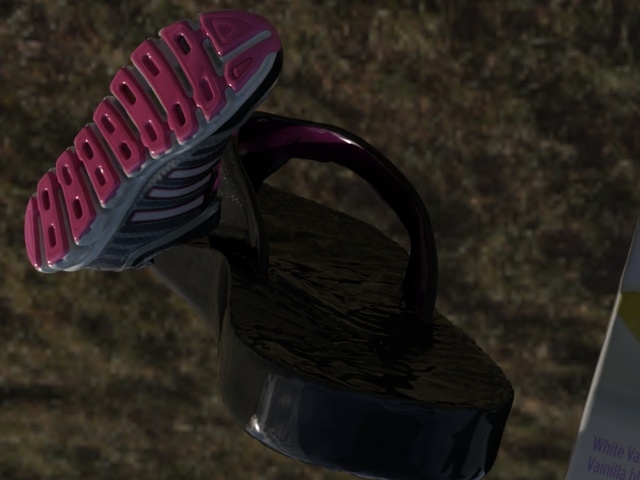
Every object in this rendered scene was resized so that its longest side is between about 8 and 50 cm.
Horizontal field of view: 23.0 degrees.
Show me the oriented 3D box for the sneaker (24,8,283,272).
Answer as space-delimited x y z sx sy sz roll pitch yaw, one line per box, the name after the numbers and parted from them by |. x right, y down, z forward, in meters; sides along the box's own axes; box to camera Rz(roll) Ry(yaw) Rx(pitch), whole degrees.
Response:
-0.069 -0.043 0.761 0.170 0.063 0.075 -46 145 23 | sneaker

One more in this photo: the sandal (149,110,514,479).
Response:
0.003 0.001 0.856 0.168 0.107 0.446 9 -167 -17 | sandal

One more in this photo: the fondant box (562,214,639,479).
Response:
0.283 0.052 0.875 0.238 0.330 0.096 16 154 11 | fondant box
